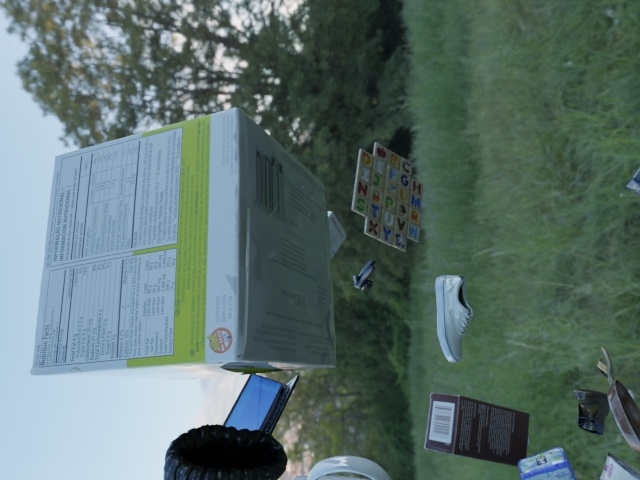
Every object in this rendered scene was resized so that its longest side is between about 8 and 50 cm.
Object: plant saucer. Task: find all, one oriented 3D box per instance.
[{"bbox_3d":[0.652,0.379,1.107,0.029,0.168,0.168,-32,34,29],"label":"plant saucer"}]

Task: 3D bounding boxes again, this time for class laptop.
[{"bbox_3d":[-0.203,0.538,1.709,0.234,0.137,0.264,-62,2,-29],"label":"laptop"}]

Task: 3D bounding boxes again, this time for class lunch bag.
[{"bbox_3d":[0.607,0.621,1.406,0.151,0.129,0.096,42,-155,-55],"label":"lunch bag"}]

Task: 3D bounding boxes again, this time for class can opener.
[{"bbox_3d":[0.170,0.125,1.956,0.186,0.073,0.059,108,163,-53],"label":"can opener"}]

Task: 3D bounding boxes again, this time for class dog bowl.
[{"bbox_3d":[1.110,0.896,1.730,0.150,0.408,0.408,-56,3,1],"label":"dog bowl"}]

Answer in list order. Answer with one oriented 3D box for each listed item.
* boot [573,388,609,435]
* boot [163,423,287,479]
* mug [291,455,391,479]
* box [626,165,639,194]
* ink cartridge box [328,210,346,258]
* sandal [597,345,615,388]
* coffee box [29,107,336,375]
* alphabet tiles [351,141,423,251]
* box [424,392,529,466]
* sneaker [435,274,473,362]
[{"bbox_3d":[0.717,0.452,1.380,0.219,0.082,0.106,28,-111,-44],"label":"boot"},{"bbox_3d":[-0.095,0.411,0.815,0.131,0.348,0.259,24,103,45],"label":"boot"},{"bbox_3d":[0.085,0.681,1.263,0.276,0.329,0.373,-53,-46,-66],"label":"mug"},{"bbox_3d":[1.059,-0.206,1.556,0.232,0.183,0.059,-49,-20,-11],"label":"box"},{"bbox_3d":[0.000,0.000,1.268,0.122,0.052,0.088,-54,-49,-28],"label":"ink cartridge box"},{"bbox_3d":[1.032,0.470,1.901,0.072,0.049,0.180,43,-136,-51],"label":"sandal"},{"bbox_3d":[-0.192,0.044,0.846,0.338,0.335,0.337,35,-131,-63],"label":"coffee box"},{"bbox_3d":[0.226,-0.145,1.706,0.011,0.285,0.342,-26,47,50],"label":"alphabet tiles"},{"bbox_3d":[0.546,0.654,1.810,0.143,0.382,0.191,-17,56,56],"label":"box"},{"bbox_3d":[0.395,0.226,1.530,0.094,0.091,0.257,-1,-97,-54],"label":"sneaker"}]
